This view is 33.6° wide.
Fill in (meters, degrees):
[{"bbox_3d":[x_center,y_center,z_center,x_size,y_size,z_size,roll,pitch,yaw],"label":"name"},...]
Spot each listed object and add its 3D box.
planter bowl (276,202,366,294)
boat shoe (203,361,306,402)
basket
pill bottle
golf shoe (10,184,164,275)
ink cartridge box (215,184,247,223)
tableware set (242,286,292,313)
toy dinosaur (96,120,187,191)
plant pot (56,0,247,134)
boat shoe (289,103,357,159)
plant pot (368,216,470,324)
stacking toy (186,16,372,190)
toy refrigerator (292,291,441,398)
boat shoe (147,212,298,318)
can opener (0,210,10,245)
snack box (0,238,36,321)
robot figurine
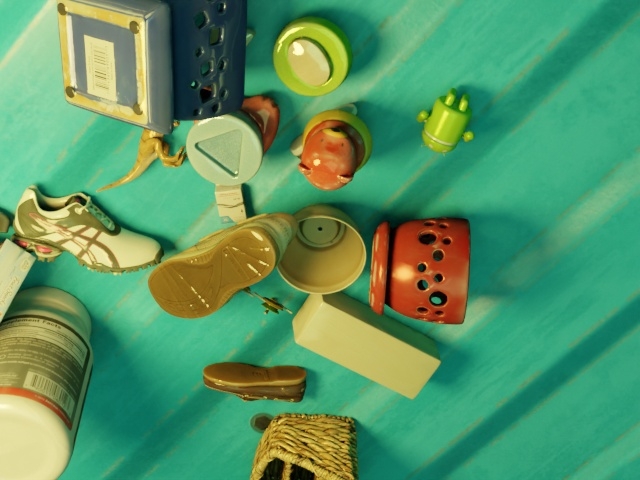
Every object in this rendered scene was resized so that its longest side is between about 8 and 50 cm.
[{"bbox_3d":[0.000,0.000,1.904,0.162,0.109,0.162,0,121,0],"label":"planter bowl"},{"bbox_3d":[-0.131,0.288,2.098,0.206,0.073,0.073,6,119,-5],"label":"boat shoe"},{"bbox_3d":[-0.040,0.530,2.162,0.213,0.223,0.299,5,122,-4],"label":"basket"},{"bbox_3d":[-0.521,0.254,1.897,0.210,0.363,0.210,-1,121,-2],"label":"pill bottle"},{"bbox_3d":[-0.411,-0.015,1.892,0.272,0.105,0.120,10,113,-8],"label":"golf shoe"},{"bbox_3d":[-0.161,-0.074,1.902,0.048,0.028,0.083,-7,121,3],"label":"ink cartridge box"},{"bbox_3d":[-0.132,0.103,1.976,0.154,0.104,0.024,27,93,-42],"label":"tableware set"},{"bbox_3d":[-0.293,-0.158,1.840,0.112,0.064,0.212,26,109,4],"label":"toy dinosaur"},{"bbox_3d":[-0.263,-0.298,1.605,0.235,0.212,0.236,19,124,25],"label":"plant pot"},{"bbox_3d":[0.011,-0.185,1.831,0.142,0.049,0.040,-32,125,23],"label":"boat shoe"},{"bbox_3d":[0.177,0.049,1.896,0.174,0.191,0.191,5,121,3],"label":"plant pot"},{"bbox_3d":[-0.078,-0.211,1.728,0.308,0.130,0.280,3,119,11],"label":"stacking toy"},{"bbox_3d":[0.088,0.191,2.035,0.269,0.094,0.102,27,110,-17],"label":"toy refrigerator"},{"bbox_3d":[-0.170,0.044,1.867,0.341,0.110,0.122,-22,104,40],"label":"boat shoe"},{"bbox_3d":[-0.700,-0.035,1.900,0.280,0.074,0.093,11,86,-10],"label":"can opener"},{"bbox_3d":[-0.605,0.112,1.878,0.070,0.175,0.207,35,143,-20],"label":"snack box"},{"bbox_3d":[0.216,-0.200,1.811,0.101,0.067,0.115,23,119,-3],"label":"robot figurine"}]
